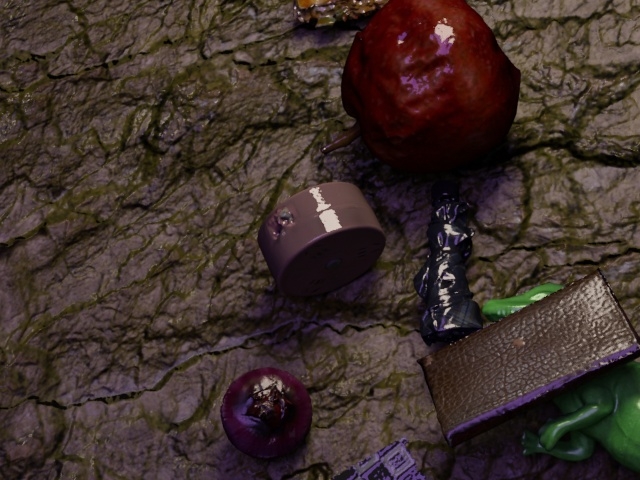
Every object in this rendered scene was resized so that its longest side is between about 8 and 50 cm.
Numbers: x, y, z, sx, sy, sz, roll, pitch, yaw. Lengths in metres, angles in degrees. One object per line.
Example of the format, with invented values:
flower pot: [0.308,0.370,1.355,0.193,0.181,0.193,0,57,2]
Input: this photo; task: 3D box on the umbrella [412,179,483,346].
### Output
umbrella: [0.156,0.029,1.765,0.080,0.071,0.224,4,61,-6]

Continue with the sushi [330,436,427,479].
sushi: [0.045,0.335,1.683,0.201,0.031,0.139,-31,63,1]

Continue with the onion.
onion: [-0.065,0.210,1.728,0.115,0.104,0.115,0,75,-1]

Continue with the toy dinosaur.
toy dinosaur: [0.461,0.185,1.611,0.500,0.144,0.374,-9,52,0]

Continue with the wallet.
wallet: [0.237,0.136,1.608,0.243,0.039,0.133,-28,43,8]

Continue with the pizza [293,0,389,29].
pizza: [0.065,-0.357,1.960,0.195,0.052,0.185,14,65,25]

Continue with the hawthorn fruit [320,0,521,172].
hawthorn fruit: [0.118,-0.181,1.795,0.266,0.210,0.230,-38,76,13]

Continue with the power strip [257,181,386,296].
power strip: [0.000,0.000,1.768,0.154,0.154,0.078,-28,63,3]
